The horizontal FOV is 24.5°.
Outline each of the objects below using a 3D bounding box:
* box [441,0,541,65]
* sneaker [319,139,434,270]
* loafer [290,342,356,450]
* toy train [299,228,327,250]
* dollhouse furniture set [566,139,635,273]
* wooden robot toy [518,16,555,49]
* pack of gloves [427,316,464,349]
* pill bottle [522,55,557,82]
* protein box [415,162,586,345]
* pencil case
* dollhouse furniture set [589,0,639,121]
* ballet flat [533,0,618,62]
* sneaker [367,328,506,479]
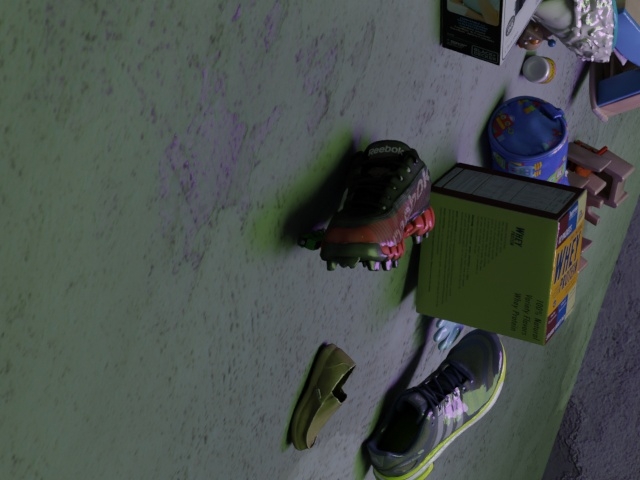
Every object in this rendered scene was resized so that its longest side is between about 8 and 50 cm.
[{"bbox_3d":[0.224,-0.382,1.829,0.169,0.087,0.290,-57,158,-30],"label":"box"},{"bbox_3d":[0.065,-0.045,1.713,0.276,0.098,0.135,-37,128,-66],"label":"sneaker"},{"bbox_3d":[0.004,0.209,1.911,0.056,0.050,0.148,-5,115,-69],"label":"loafer"},{"bbox_3d":[0.000,0.000,1.724,0.083,0.024,0.017,-14,123,-66],"label":"toy train"},{"bbox_3d":[0.474,-0.078,2.815,0.259,0.135,0.262,-38,146,-36],"label":"dollhouse furniture set"},{"bbox_3d":[0.327,-0.327,2.234,0.079,0.076,0.173,-38,-175,41],"label":"wooden robot toy"},{"bbox_3d":[0.209,0.045,2.333,0.232,0.046,0.195,-56,144,-37],"label":"pack of gloves"},{"bbox_3d":[0.353,-0.273,2.354,0.083,0.043,0.043,-13,122,-67],"label":"pill bottle"},{"bbox_3d":[0.262,0.016,2.135,0.136,0.201,0.199,-38,136,-55],"label":"protein box"},{"bbox_3d":[0.343,-0.119,2.367,0.133,0.119,0.306,-40,155,-7],"label":"pencil case"},{"bbox_3d":[0.518,-0.410,2.626,0.303,0.198,0.286,37,48,-39],"label":"dollhouse furniture set"},{"bbox_3d":[0.325,-0.393,2.041,0.147,0.147,0.409,-57,150,-30],"label":"ballet flat"},{"bbox_3d":[0.183,0.257,2.304,0.300,0.111,0.121,-52,151,-11],"label":"sneaker"}]
